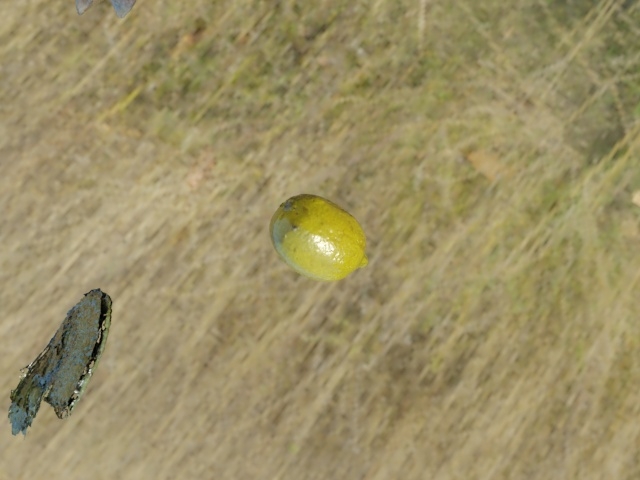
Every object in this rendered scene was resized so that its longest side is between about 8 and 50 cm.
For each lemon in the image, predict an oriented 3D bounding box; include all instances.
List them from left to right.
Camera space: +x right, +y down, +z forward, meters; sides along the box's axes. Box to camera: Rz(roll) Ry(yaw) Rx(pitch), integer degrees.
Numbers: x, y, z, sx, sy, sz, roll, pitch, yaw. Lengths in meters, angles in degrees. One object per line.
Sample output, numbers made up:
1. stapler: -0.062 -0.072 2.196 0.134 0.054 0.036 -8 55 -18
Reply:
1. lemon: 0.000 0.000 1.312 0.111 0.082 0.082 35 155 -20

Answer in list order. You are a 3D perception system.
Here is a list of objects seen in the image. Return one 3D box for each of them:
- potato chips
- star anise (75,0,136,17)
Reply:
1. potato chips: -0.323 0.158 1.637 0.029 0.202 0.220 30 138 -27
2. star anise: -0.200 -0.304 1.256 0.073 0.196 0.212 13 164 12
